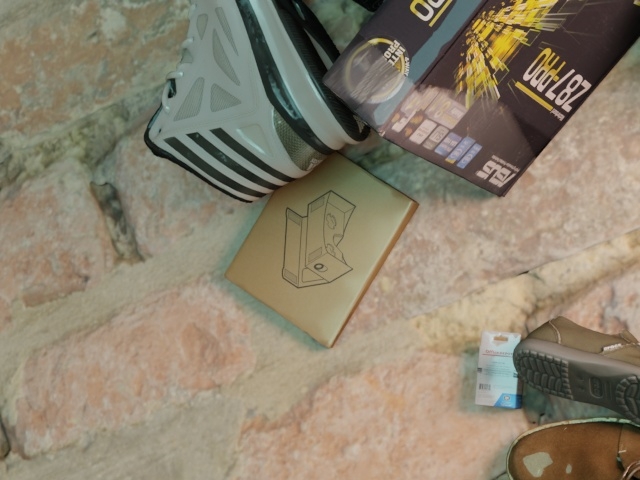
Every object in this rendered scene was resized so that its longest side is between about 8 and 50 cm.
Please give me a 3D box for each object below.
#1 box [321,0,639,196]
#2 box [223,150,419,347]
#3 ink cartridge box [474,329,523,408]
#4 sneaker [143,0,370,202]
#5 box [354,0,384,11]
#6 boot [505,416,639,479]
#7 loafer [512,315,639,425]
[{"bbox_3d":[0.198,-0.218,1.621,0.097,0.395,0.318,45,100,23],"label":"box"},{"bbox_3d":[0.000,0.000,1.880,0.164,0.021,0.201,33,96,23],"label":"box"},{"bbox_3d":[0.201,0.144,1.774,0.048,0.028,0.083,4,85,23],"label":"ink cartridge box"},{"bbox_3d":[-0.144,-0.247,1.891,0.257,0.169,0.448,-33,69,20],"label":"sneaker"},{"bbox_3d":[0.109,-0.392,1.805,0.247,0.163,0.142,-28,75,17],"label":"box"},{"bbox_3d":[0.332,0.247,1.662,0.305,0.115,0.112,7,88,24],"label":"boot"},{"bbox_3d":[0.331,0.134,1.679,0.251,0.094,0.087,19,51,20],"label":"loafer"}]
